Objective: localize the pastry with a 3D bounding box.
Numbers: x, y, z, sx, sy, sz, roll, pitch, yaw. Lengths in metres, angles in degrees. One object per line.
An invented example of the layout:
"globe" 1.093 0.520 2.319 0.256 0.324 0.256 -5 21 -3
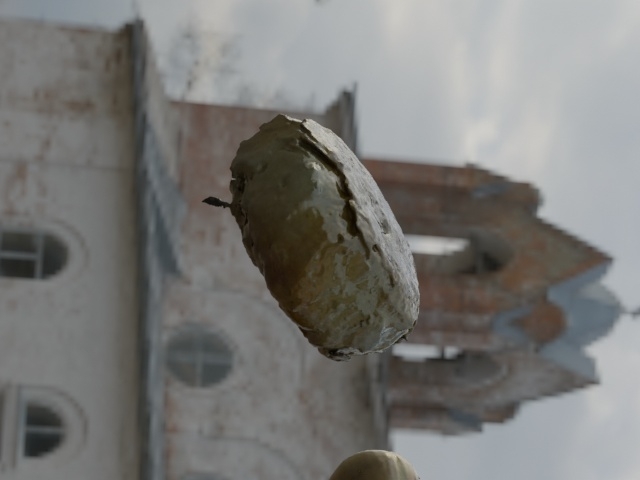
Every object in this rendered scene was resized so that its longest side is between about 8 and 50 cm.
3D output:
"pastry" 0.005 -0.001 0.983 0.081 0.153 0.153 -37 -153 9

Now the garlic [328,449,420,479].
"garlic" 0.035 0.277 1.581 0.174 0.124 0.099 -63 -168 6
